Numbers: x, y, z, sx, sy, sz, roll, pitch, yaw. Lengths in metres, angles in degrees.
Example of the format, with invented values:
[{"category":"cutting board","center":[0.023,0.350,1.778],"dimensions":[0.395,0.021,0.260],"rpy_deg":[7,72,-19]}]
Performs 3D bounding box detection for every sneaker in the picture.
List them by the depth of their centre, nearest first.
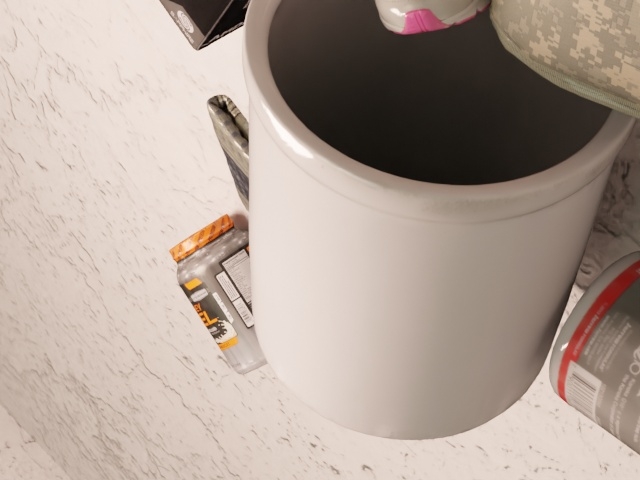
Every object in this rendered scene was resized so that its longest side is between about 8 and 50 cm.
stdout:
[{"category":"sneaker","center":[0.087,-0.267,1.282],"dimensions":[0.103,0.252,0.111],"rpy_deg":[-8,136,20]}]

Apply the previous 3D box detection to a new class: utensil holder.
[{"category":"utensil holder","center":[0.090,-0.043,1.438],"dimensions":[0.327,0.327,0.385],"rpy_deg":[42,150,25]}]

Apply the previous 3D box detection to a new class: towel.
[{"category":"towel","center":[0.000,0.000,1.817],"dimensions":[0.324,0.056,0.312],"rpy_deg":[50,171,19]}]

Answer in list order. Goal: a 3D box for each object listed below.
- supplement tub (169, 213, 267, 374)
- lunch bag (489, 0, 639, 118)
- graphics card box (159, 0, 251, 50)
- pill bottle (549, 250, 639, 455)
[{"category":"supplement tub","center":[-0.109,0.068,2.083],"dimensions":[0.190,0.117,0.117],"rpy_deg":[58,152,-3]},{"category":"lunch bag","center":[0.253,-0.207,1.121],"dimensions":[0.287,0.169,0.235],"rpy_deg":[27,148,20]},{"category":"graphics card box","center":[-0.107,-0.374,1.637],"dimensions":[0.233,0.094,0.371],"rpy_deg":[54,151,3]},{"category":"pill bottle","center":[0.355,0.144,1.395],"dimensions":[0.283,0.161,0.161],"rpy_deg":[36,146,32]}]
